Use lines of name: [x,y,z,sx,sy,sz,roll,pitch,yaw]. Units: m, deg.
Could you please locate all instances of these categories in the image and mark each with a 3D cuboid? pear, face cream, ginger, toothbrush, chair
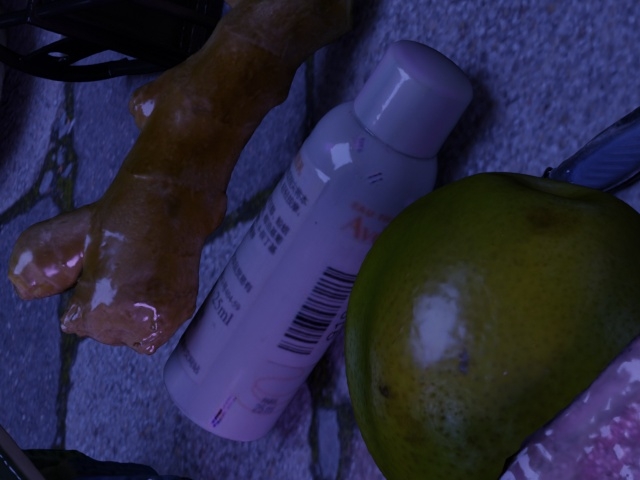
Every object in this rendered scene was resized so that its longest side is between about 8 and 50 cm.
pear: [0.086,0.076,0.867,0.180,0.166,0.216,37,112,58]
face cream: [0.000,0.000,1.101,0.269,0.082,0.082,-57,37,27]
ginger: [-0.070,-0.062,1.153,0.299,0.118,0.065,-54,-9,-15]
toothbrush: [0.154,-0.047,0.932,0.413,0.035,0.042,-38,29,42]
chair: [-0.129,-0.194,1.311,0.260,0.154,0.141,-1,76,53]

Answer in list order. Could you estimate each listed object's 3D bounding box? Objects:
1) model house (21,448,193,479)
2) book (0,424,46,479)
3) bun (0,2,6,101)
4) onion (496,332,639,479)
model house: [-0.154,0.227,1.155,0.189,0.195,0.214,-11,71,46]
book: [-0.279,0.267,1.120,0.260,0.043,0.371,44,107,29]
bun: [-0.420,-0.151,1.664,0.361,0.213,0.361,-29,55,51]
onion: [0.187,0.154,0.741,0.250,0.111,0.247,-44,67,3]
